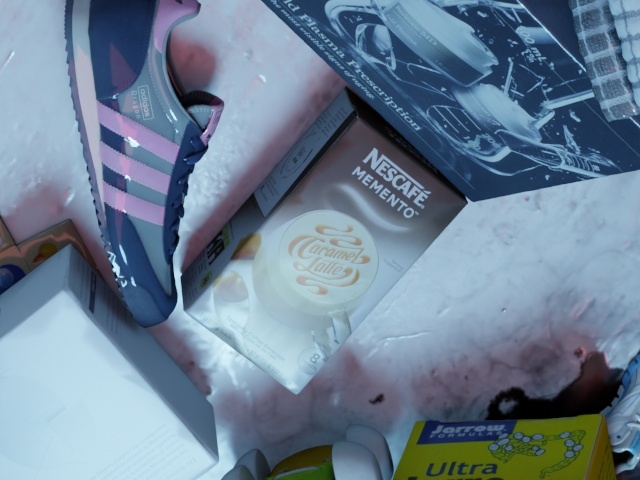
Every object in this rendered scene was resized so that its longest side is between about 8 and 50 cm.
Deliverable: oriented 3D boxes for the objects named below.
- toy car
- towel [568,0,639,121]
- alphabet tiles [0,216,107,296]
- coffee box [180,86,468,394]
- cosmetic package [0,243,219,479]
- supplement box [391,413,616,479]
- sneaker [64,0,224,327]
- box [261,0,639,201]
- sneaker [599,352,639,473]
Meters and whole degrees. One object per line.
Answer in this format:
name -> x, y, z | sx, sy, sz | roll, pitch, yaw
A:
toy car -> -0.007, 0.261, 1.817 | 0.159, 0.182, 0.136 | -15, 93, 10
towel -> 0.309, -0.228, 1.431 | 0.284, 0.121, 0.235 | -15, 90, -26
alphabet tiles -> -0.317, 0.134, 1.840 | 0.285, 0.011, 0.342 | -25, 110, 4
coffee box -> 0.000, 0.000, 1.777 | 0.141, 0.098, 0.246 | 37, 102, -17
cosmetic package -> -0.251, 0.168, 1.778 | 0.224, 0.138, 0.224 | -36, 108, 7
supplement box -> 0.195, 0.369, 1.840 | 0.194, 0.195, 0.356 | -5, 115, 19
sneaker -> -0.145, -0.073, 1.730 | 0.131, 0.112, 0.319 | -9, 111, 0
box -> 0.136, -0.219, 1.580 | 0.343, 0.312, 0.179 | 42, 68, -17
sneaker -> 0.316, 0.182, 1.885 | 0.071, 0.083, 0.190 | 37, 101, -15
